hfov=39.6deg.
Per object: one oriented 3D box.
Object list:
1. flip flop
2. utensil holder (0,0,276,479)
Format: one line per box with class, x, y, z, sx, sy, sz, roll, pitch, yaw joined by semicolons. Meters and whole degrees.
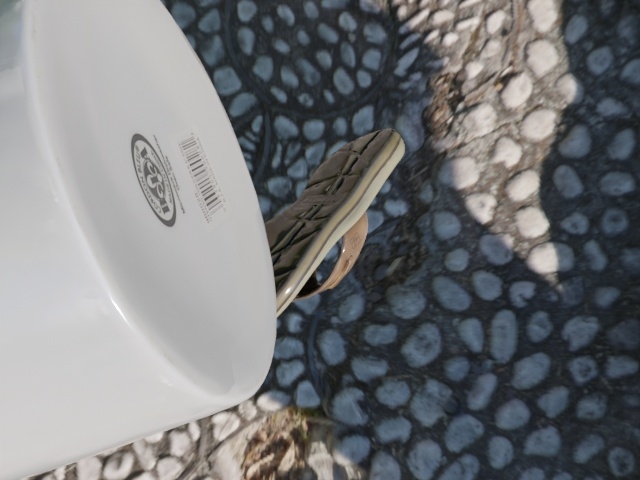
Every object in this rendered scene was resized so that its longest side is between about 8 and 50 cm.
flip flop;0.000;0.000;0.865;0.277;0.112;0.080;-50;122;-28
utensil holder;-0.265;0.016;0.593;0.386;0.327;0.327;-19;86;14
